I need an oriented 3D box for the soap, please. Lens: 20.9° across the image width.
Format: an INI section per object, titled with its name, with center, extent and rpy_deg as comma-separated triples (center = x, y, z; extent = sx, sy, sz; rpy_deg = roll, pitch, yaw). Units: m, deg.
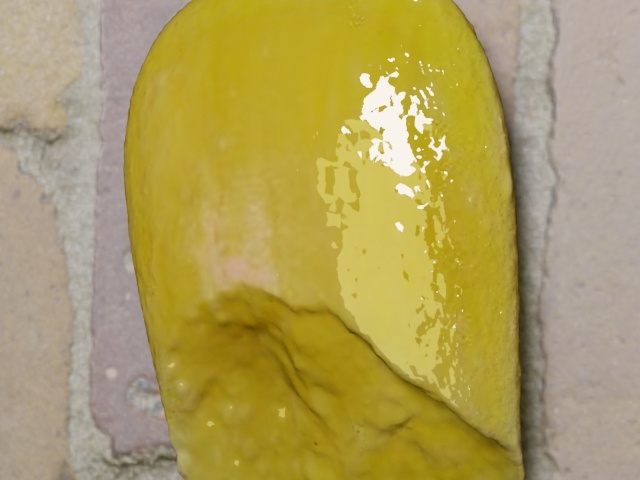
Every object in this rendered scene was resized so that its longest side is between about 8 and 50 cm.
[soap]
center = -0.001, 0.001, 1.266
extent = 0.306, 0.115, 0.427
rpy_deg = -11, 84, 27
